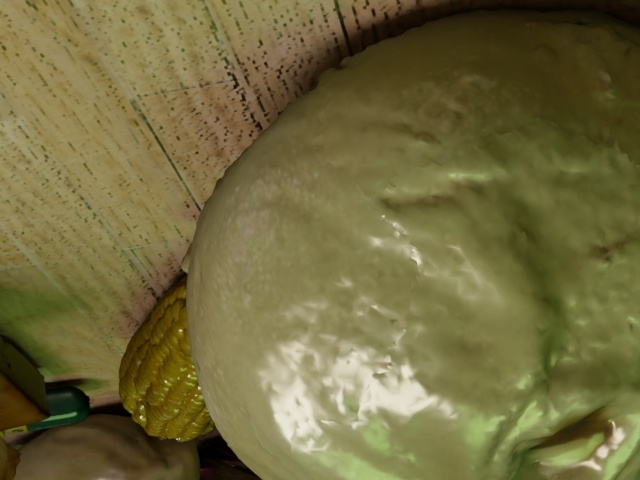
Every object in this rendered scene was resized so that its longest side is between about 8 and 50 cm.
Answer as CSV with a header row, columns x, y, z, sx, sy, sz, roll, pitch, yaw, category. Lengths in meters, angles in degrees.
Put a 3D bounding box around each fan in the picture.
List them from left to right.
x,y,z,sx,sy,sz,roll,pitch,yaw,category
-0.267,0.144,1.637,0.155,0.039,0.082,-8,161,-6,fan

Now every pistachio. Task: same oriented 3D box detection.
x,y,z,sx,sy,sz,roll,pitch,yaw,category
-0.199,0.212,1.764,0.206,0.131,0.129,-16,116,38,pistachio

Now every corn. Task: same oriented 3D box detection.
x,y,z,sx,sy,sz,roll,pitch,yaw,category
-0.091,0.082,1.445,0.097,0.097,0.262,-3,160,-16,corn

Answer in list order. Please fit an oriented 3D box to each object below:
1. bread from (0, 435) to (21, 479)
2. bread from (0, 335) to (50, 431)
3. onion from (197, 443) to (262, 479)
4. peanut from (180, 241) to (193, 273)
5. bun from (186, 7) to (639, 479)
x,y,z,sx,sy,sz,roll,pitch,yaw,category
-0.394,0.195,1.298,0.279,0.279,0.207,-20,116,39,bread
-0.273,0.099,1.485,0.088,0.049,0.226,-9,161,4,bread
-0.105,0.324,1.939,0.314,0.232,0.314,-40,152,-26,onion
0.000,0.000,1.264,0.187,0.082,0.082,-12,161,11,peanut
0.109,0.052,1.120,0.364,0.202,0.364,-13,141,-11,bun
